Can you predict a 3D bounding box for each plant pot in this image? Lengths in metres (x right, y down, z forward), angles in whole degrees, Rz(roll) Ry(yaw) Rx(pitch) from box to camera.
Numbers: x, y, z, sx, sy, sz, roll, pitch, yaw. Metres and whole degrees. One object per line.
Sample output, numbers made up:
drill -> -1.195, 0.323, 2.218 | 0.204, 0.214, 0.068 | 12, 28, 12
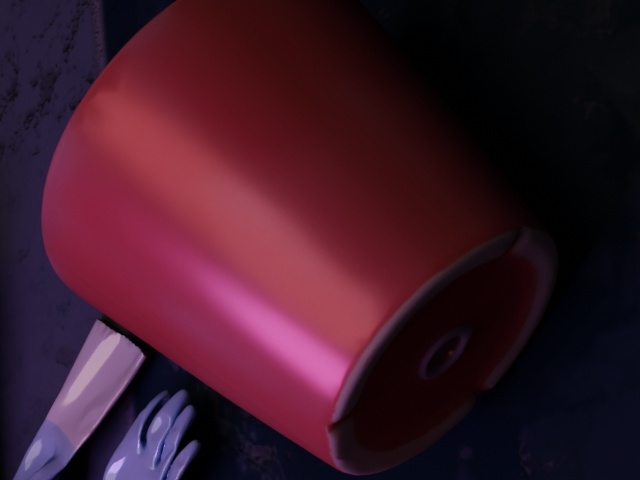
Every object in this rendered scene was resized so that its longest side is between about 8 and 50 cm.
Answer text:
plant pot -> 0.000, 0.000, 1.131 | 0.243, 0.275, 0.275 | 42, 113, 27

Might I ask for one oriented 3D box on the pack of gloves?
pack of gloves -> -0.193, 0.190, 1.359 | 0.195, 0.046, 0.232 | 30, 92, 51
